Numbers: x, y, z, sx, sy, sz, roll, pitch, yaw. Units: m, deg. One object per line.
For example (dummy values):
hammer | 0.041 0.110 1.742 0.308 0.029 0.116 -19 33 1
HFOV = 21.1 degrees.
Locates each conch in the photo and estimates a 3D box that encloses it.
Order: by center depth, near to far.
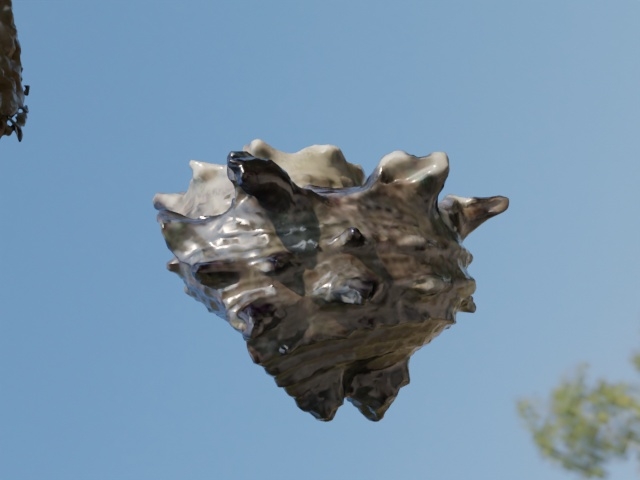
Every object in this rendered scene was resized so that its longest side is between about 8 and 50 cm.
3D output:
conch | -0.012 0.005 1.171 0.313 0.240 0.186 -20 -54 -75

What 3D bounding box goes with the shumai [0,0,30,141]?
shumai | -0.255 -0.134 0.769 0.184 0.185 0.218 -93 -16 -55
